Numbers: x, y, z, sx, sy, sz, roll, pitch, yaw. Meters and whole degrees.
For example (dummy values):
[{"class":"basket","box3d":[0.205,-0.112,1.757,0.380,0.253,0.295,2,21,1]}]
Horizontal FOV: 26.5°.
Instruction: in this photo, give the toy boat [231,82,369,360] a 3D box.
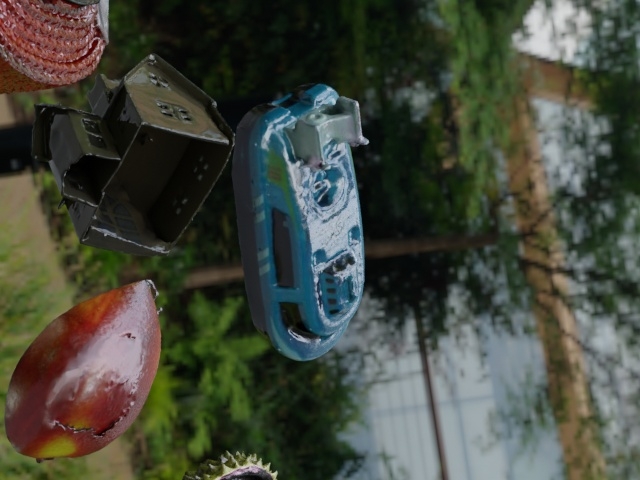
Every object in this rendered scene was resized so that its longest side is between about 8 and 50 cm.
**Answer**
[{"class":"toy boat","box3d":[0.000,0.000,1.345,0.092,0.134,0.299,24,-46,39]}]

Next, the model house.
[{"class":"model house","box3d":[-0.267,-0.136,1.736,0.211,0.204,0.243,-57,-141,25]}]

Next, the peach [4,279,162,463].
[{"class":"peach","box3d":[-0.286,0.175,1.758,0.189,0.279,0.068,35,-5,-38]}]

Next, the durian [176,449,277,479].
[{"class":"durian","box3d":[-0.135,0.300,1.624,0.108,0.186,0.119,18,-63,41]}]

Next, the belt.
[{"class":"belt","box3d":[-0.195,-0.148,0.788,0.201,0.124,0.128,-11,96,-77]}]
